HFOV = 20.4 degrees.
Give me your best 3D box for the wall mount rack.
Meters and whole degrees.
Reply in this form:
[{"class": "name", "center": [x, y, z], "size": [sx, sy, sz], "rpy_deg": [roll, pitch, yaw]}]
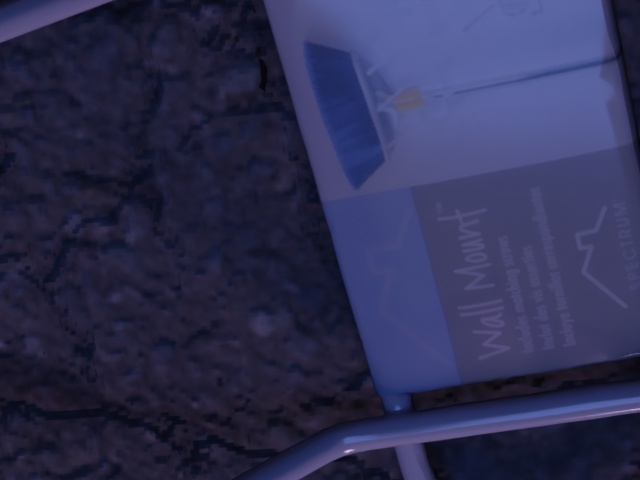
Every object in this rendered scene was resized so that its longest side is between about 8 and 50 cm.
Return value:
[{"class": "wall mount rack", "center": [0.000, 0.000, 0.600], "size": [0.304, 0.130, 0.350], "rpy_deg": [-11, 111, 13]}]
